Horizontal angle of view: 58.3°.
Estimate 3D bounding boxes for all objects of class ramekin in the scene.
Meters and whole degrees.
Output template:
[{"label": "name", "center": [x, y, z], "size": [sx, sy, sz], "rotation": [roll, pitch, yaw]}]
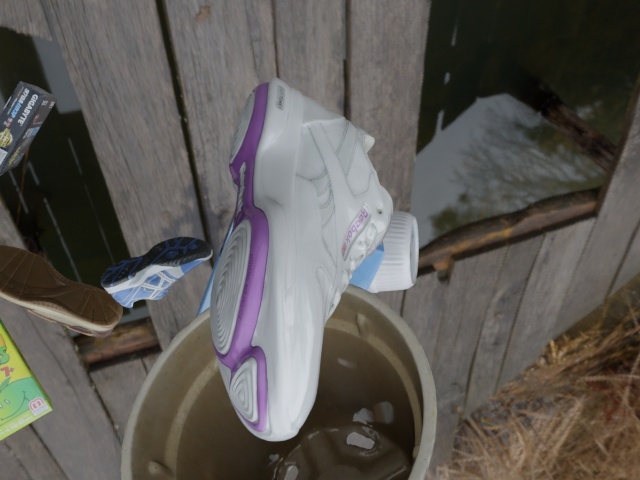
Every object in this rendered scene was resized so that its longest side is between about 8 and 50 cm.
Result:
[{"label": "ramekin", "center": [0.172, 0.023, 1.375], "size": [0.108, 0.207, 0.207], "rotation": [0, 141, 17]}]

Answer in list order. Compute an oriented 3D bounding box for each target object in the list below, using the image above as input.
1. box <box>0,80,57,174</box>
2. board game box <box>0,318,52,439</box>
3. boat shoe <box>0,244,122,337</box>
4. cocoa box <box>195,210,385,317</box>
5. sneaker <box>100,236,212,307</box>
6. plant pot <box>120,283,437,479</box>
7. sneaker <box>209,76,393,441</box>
[{"label": "box", "center": [-0.601, -0.225, 1.141], "size": [0.051, 0.220, 0.175], "rotation": [30, 90, -22]}, {"label": "board game box", "center": [-0.459, 0.179, 0.789], "size": [0.092, 0.043, 0.181], "rotation": [-30, 105, -23]}, {"label": "boat shoe", "center": [-0.631, 0.130, 1.316], "size": [0.341, 0.123, 0.123], "rotation": [26, 137, -15]}, {"label": "cocoa box", "center": [-0.067, 0.081, 0.958], "size": [0.231, 0.228, 0.347], "rotation": [21, 111, -7]}, {"label": "sneaker", "center": [-0.306, 0.059, 1.102], "size": [0.211, 0.080, 0.081], "rotation": [-21, 127, -5]}, {"label": "plant pot", "center": [-0.007, 0.265, 0.690], "size": [0.333, 0.334, 0.306], "rotation": [-28, 136, -3]}, {"label": "sneaker", "center": [0.000, 0.000, 0.448], "size": [0.152, 0.305, 0.114], "rotation": [18, 144, -23]}]
